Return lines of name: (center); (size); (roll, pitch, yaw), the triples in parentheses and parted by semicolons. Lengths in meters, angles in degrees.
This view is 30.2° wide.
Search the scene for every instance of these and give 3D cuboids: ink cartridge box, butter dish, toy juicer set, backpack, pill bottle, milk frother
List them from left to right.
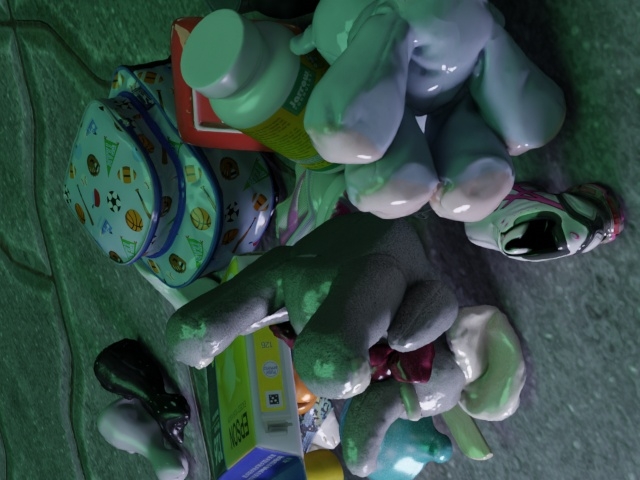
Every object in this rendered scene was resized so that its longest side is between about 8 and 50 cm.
backpack: (-0.191, -0.077, 1.535); (0.263, 0.213, 0.276); (43, 137, 18)
butter dish: (-0.085, -0.195, 1.391); (0.160, 0.118, 0.160); (4, 117, 10)
ink cartridge box: (-0.087, 0.206, 1.449); (0.303, 0.072, 0.307); (126, 141, -66)
pill bottle: (-0.042, -0.157, 1.234); (0.117, 0.208, 0.118); (-18, 61, 35)
milk frother: (-0.042, -0.309, 1.235); (0.129, 0.134, 0.143); (24, 127, 47)
toy juicer set: (0.070, 0.188, 1.413); (0.329, 0.089, 0.209); (-25, 69, 41)

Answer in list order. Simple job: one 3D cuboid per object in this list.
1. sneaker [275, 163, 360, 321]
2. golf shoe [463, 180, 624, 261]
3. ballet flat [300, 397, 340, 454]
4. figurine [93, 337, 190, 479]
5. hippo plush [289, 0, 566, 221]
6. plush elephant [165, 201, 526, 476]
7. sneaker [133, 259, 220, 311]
sneaker: (0.000, 0.000, 1.392); (0.111, 0.103, 0.252); (50, 137, 34)
golf shoe: (0.188, -0.016, 1.107); (0.186, 0.086, 0.068); (-5, 105, 58)
ballet flat: (-0.004, 0.267, 1.581); (0.070, 0.070, 0.188); (47, 141, 31)
figurine: (-0.287, 0.306, 1.994); (0.209, 0.092, 0.215); (36, 136, 35)
hippo plush: (0.051, -0.161, 1.088); (0.236, 0.234, 0.294); (28, 149, 61)
plush elephant: (0.053, 0.109, 1.214); (0.271, 0.330, 0.255); (-1, 124, 43)
sneaker: (-0.212, 0.072, 1.763); (0.212, 0.080, 0.094); (42, 150, 34)
